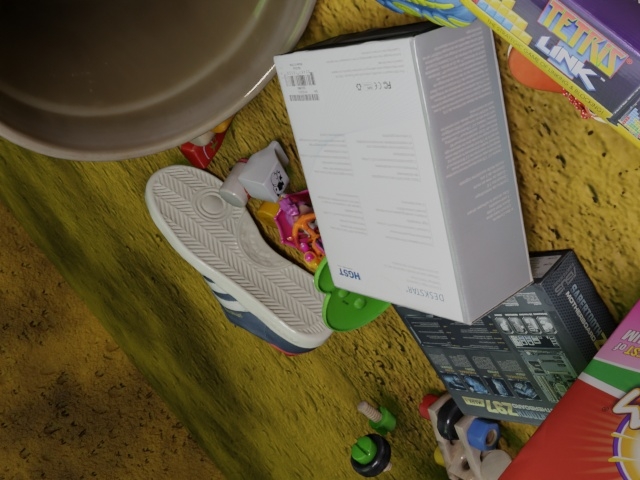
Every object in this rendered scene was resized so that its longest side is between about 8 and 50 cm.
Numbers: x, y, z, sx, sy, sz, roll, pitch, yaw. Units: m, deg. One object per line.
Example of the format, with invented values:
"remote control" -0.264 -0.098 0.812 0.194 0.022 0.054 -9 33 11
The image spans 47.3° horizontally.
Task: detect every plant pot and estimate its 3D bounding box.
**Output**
"plant pot" -0.200 -0.277 0.634 0.280 0.323 0.323 54 158 30

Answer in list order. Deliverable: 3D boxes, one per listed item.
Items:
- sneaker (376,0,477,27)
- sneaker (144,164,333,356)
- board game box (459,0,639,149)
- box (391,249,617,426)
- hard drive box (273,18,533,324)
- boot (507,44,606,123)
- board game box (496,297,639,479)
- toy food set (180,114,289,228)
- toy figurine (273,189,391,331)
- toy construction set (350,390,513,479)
"sneaker" 0.066 -0.213 0.537 0.067 0.078 0.188 29 -171 -42
"sneaker" -0.133 0.043 1.086 0.350 0.131 0.148 46 149 7
"board game box" 0.182 -0.122 0.382 0.170 0.141 0.048 43 153 12
"box" 0.194 0.105 0.747 0.183 0.059 0.232 57 152 -13
"hard drive box" 0.070 -0.063 0.635 0.181 0.089 0.232 13 122 52
"boot" 0.174 -0.112 0.473 0.158 0.084 0.059 15 139 51
"board game box" 0.247 0.132 0.415 0.242 0.316 0.064 0 125 56
"toy food set" -0.089 -0.122 0.881 0.111 0.105 0.232 15 155 31
"toy figurine" 0.000 0.000 0.837 0.159 0.130 0.173 45 -175 33
"toy construction set" 0.207 0.349 0.933 0.308 0.258 0.237 -20 128 39
